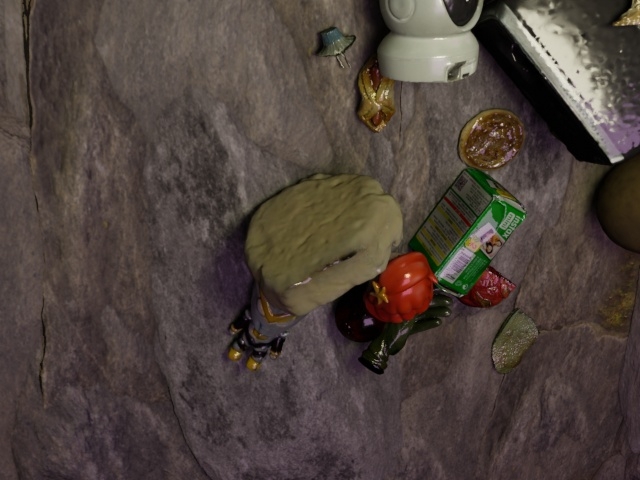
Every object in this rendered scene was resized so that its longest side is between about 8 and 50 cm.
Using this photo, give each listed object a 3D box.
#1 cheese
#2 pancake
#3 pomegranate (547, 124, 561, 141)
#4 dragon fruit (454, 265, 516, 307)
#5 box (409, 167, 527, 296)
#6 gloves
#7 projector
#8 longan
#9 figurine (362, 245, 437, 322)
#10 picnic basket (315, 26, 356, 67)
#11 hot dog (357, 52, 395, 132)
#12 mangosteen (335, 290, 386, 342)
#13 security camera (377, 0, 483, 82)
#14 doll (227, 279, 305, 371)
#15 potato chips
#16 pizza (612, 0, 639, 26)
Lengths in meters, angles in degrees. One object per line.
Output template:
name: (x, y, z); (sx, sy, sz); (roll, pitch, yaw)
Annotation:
cheese: (0.000, 0.000, 1.546); (0.318, 0.326, 0.115); (1, 140, 30)
pancake: (0.374, -0.216, 1.726); (0.158, 0.028, 0.158); (-9, 124, -13)
pomegranate: (0.539, -0.270, 1.684); (0.122, 0.143, 0.169); (-41, 136, 8)
dragon fruit: (0.358, 0.104, 1.849); (0.121, 0.161, 0.127); (13, 104, -30)
box: (0.320, -0.022, 1.736); (0.103, 0.180, 0.250); (27, 109, -28)
gloves: (0.196, 0.200, 1.867); (0.268, 0.107, 0.135); (-40, 158, -8)
projector: (0.559, -0.406, 1.478); (0.405, 0.242, 0.395); (-41, 97, 4)
longan: (0.771, -0.088, 1.838); (0.258, 0.258, 0.258); (-10, 123, -15)
figurine: (0.152, 0.073, 1.680); (0.181, 0.257, 0.208); (3, 120, -22)
picnic basket: (0.032, -0.357, 1.485); (0.083, 0.065, 0.083); (-28, 110, -8)
hot dog: (0.112, -0.280, 1.564); (0.078, 0.061, 0.168); (-14, 124, -11)
mangosteen: (0.101, 0.166, 1.813); (0.140, 0.140, 0.140); (-10, 123, -15)
security camera: (0.195, -0.419, 1.436); (0.195, 0.194, 0.236); (-10, 115, -16)
doll: (-0.104, 0.147, 1.729); (0.103, 0.145, 0.316); (-18, 144, -58)
potato chips: (0.514, 0.267, 2.088); (0.142, 0.026, 0.209); (-21, 124, -4)
pizza: (0.600, -0.436, 1.337); (0.262, 0.034, 0.181); (-30, 98, 0)
